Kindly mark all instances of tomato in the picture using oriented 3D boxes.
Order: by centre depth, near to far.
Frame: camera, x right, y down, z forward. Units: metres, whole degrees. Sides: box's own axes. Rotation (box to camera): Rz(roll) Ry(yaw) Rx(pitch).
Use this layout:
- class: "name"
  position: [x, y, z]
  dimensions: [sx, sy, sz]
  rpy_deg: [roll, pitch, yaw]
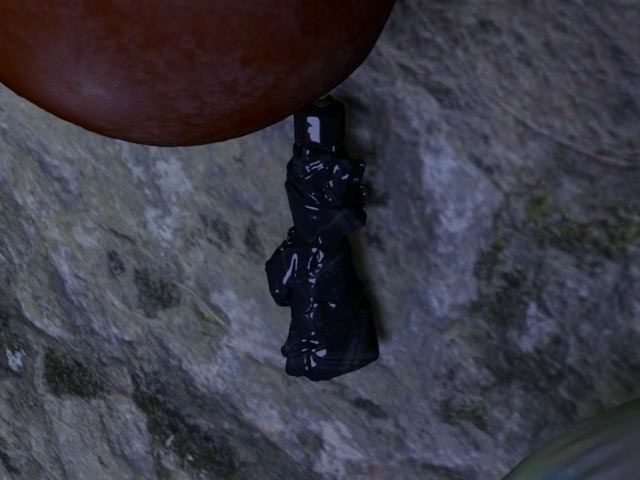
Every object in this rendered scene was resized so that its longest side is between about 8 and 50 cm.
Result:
- class: "tomato"
  position: [-0.070, -0.175, 0.509]
  dimensions: [0.265, 0.265, 0.265]
  rpy_deg: [21, 131, 26]

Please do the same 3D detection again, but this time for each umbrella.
- class: "umbrella"
  position: [-0.003, 0.000, 0.723]
  dimensions: [0.071, 0.080, 0.224]
  rpy_deg: [-129, 31, -53]

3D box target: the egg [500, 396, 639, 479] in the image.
- class: "egg"
  position: [0.257, 0.217, 0.496]
  dimensions: [0.354, 0.354, 0.340]
  rpy_deg: [42, 112, 6]
